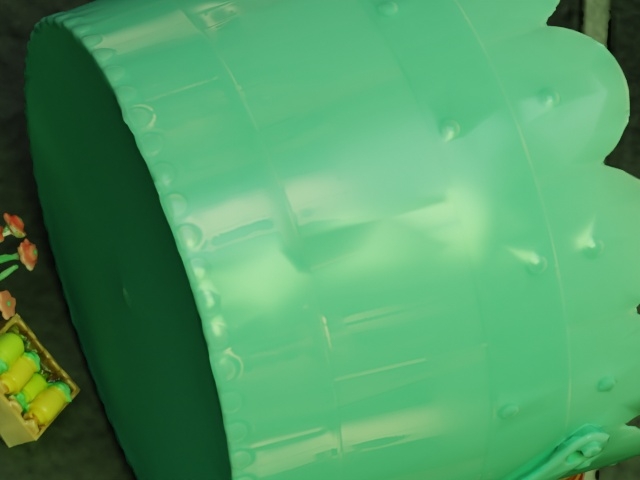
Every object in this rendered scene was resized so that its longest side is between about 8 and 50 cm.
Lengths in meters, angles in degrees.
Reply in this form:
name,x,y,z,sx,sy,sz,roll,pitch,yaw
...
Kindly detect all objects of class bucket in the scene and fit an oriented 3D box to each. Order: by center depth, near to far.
name,x,y,z,sx,sy,sz,roll,pitch,yaw
bucket,0.000,0.000,0.834,0.183,0.281,0.281,-17,76,-18

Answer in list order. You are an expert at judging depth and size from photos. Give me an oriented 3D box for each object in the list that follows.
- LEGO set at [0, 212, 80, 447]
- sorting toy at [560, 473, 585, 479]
name,x,y,z,sx,sy,sz,roll,pitch,yaw
LEGO set,-0.173,-0.054,0.864,0.107,0.132,0.287,-31,76,22
sorting toy,0.087,0.118,0.934,0.061,0.042,0.102,37,67,1
